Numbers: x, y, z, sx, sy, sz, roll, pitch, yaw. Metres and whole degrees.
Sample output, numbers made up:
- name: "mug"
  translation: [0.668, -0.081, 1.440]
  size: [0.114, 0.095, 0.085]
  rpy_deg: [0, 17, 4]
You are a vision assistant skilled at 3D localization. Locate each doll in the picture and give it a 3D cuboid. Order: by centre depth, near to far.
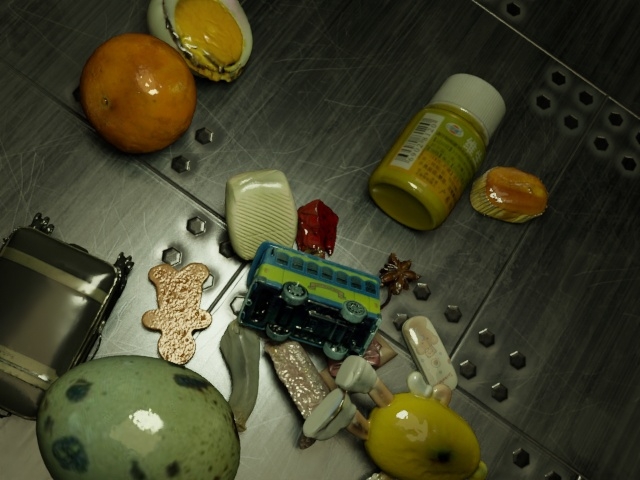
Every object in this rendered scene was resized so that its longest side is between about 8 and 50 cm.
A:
- name: "doll"
  translation: [0.167, 0.451, 1.667]
  size: [0.348, 0.161, 0.423]
  rpy_deg: [-28, 106, -3]

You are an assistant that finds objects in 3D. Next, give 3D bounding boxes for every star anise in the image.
- name: "star anise"
  translation: [0.179, 0.113, 1.825]
  size: [0.097, 0.070, 0.190]
  rpy_deg: [40, 52, -1]

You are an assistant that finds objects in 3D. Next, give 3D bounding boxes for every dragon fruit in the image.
- name: "dragon fruit"
  translation: [-0.019, 0.002, 1.835]
  size: [0.092, 0.122, 0.192]
  rpy_deg: [-7, 77, 28]

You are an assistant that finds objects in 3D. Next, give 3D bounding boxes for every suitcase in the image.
- name: "suitcase"
  translation: [-0.618, 0.177, 1.591]
  size: [0.283, 0.194, 0.433]
  rpy_deg: [26, 73, -3]

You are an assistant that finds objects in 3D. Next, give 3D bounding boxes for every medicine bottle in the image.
- name: "medicine bottle"
  translation: [0.307, -0.231, 1.868]
  size: [0.224, 0.224, 0.384]
  rpy_deg: [35, 71, -1]

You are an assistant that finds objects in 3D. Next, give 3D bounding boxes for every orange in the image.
- name: "orange"
  translation: [-0.436, -0.350, 1.726]
  size: [0.284, 0.284, 0.226]
  rpy_deg: [42, 33, 2]

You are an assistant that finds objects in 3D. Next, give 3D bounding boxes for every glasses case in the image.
- name: "glasses case"
  translation: [0.088, 0.289, 1.763]
  size: [0.194, 0.070, 0.102]
  rpy_deg: [-32, 82, -18]
- name: "glasses case"
  translation: [0.273, 0.286, 1.810]
  size: [0.081, 0.051, 0.204]
  rpy_deg: [-24, 81, -18]

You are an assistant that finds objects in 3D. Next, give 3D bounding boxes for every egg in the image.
- name: "egg"
  translation: [-0.368, 0.411, 1.483]
  size: [0.428, 0.345, 0.345]
  rpy_deg: [32, 70, -27]
- name: "egg"
  translation: [-0.320, -0.529, 1.860]
  size: [0.286, 0.174, 0.264]
  rpy_deg: [45, 51, -21]

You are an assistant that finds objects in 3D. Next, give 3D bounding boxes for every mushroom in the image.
- name: "mushroom"
  translation: [-0.187, 0.304, 1.694]
  size: [0.096, 0.099, 0.277]
  rpy_deg: [-2, 79, -6]

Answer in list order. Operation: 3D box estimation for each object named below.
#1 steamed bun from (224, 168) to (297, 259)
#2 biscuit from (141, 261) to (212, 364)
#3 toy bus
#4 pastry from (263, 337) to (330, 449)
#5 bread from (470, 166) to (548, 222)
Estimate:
- name: "steamed bun"
  translation: [-0.149, -0.076, 1.748]
  size: [0.170, 0.238, 0.152]
  rpy_deg: [-10, 37, -11]
- name: "biscuit"
  translation: [-0.341, 0.175, 1.728]
  size: [0.166, 0.036, 0.250]
  rpy_deg: [-1, 72, -11]
- name: "toy bus"
  translation: [-0.021, 0.143, 1.700]
  size: [0.312, 0.152, 0.190]
  rpy_deg: [18, 33, -9]
- name: "pastry"
  translation: [-0.039, 0.346, 1.705]
  size: [0.112, 0.103, 0.265]
  rpy_deg: [-21, 86, 2]
- name: "bread"
  translation: [0.510, -0.124, 1.943]
  size: [0.191, 0.114, 0.132]
  rpy_deg: [12, 71, -13]
